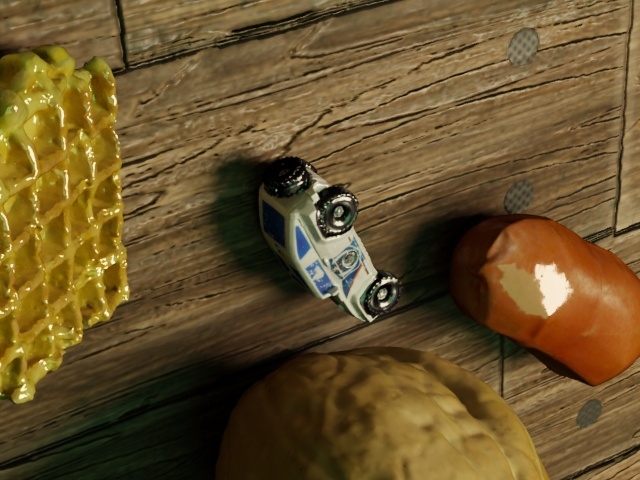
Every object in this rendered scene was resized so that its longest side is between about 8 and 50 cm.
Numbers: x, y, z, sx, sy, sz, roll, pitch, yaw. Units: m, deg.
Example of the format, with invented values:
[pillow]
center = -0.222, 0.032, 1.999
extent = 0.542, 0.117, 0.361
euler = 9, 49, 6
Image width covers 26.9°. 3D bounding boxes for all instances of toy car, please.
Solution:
[toy car]
center = 0.000, 0.000, 1.115
extent = 0.070, 0.080, 0.171
euler = -39, 130, -11

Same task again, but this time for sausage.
[sausage]
center = 0.224, 0.053, 1.272
extent = 0.258, 0.133, 0.133
euler = 29, 96, -37

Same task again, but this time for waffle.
[waffle]
center = -0.206, -0.008, 0.906
extent = 0.219, 0.057, 0.229
euler = -54, 149, -56

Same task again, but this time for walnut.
[walnut]
center = 0.049, 0.223, 1.120
extent = 0.277, 0.313, 0.252
euler = -2, 126, -42
